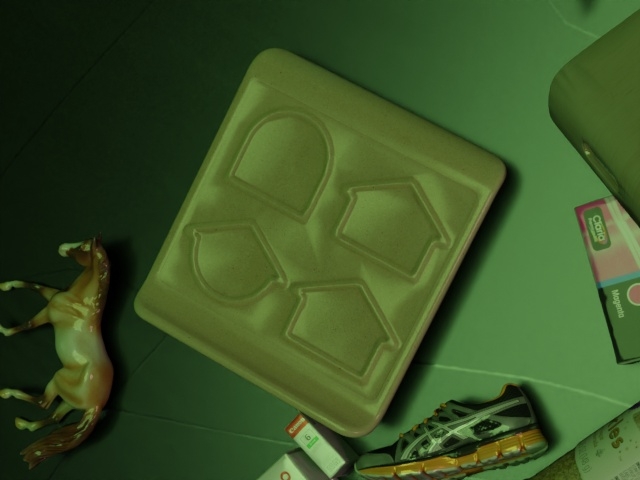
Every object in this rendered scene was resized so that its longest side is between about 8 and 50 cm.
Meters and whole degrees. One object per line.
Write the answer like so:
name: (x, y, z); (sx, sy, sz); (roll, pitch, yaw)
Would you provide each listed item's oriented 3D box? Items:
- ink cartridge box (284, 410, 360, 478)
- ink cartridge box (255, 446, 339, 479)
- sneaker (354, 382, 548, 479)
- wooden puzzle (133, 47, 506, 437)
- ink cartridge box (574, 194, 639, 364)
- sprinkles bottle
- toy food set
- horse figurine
ink cartridge box: (-0.010, 0.215, 1.860); (0.115, 0.063, 0.029); (45, 99, 16)
ink cartridge box: (-0.049, 0.345, 1.859); (0.191, 0.082, 0.139); (-45, 75, 13)
sneaker: (0.138, 0.217, 1.807); (0.215, 0.084, 0.083); (-16, 69, 14)
wooden puzzle: (0.000, 0.000, 1.865); (0.322, 0.080, 0.347); (29, 92, 18)
ink cartridge box: (0.463, -0.002, 1.710); (0.371, 0.069, 0.175); (-17, 82, 15)
sprinkles bottle: (0.361, 0.205, 1.678); (0.355, 0.121, 0.121); (-40, 76, 21)
toy food set: (0.407, -0.157, 1.691); (0.306, 0.092, 0.219); (-37, 50, 6)
horse figurine: (-0.307, 0.134, 1.968); (0.174, 0.066, 0.263); (-10, 82, 24)
